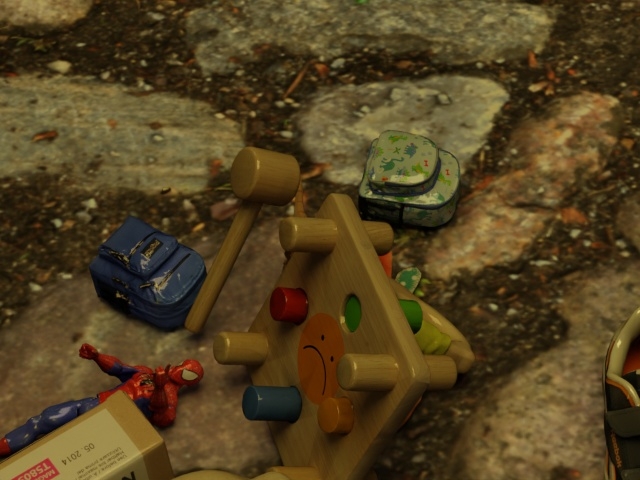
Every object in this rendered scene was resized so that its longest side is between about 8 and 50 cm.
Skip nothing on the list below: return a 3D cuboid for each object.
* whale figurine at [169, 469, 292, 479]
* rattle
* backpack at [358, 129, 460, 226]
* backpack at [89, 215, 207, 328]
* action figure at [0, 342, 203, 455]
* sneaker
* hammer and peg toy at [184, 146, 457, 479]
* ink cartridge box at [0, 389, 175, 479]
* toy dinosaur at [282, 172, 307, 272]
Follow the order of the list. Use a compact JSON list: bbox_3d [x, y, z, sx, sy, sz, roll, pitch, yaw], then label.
[{"bbox_3d":[-0.067,0.311,1.668,0.272,0.216,0.141,2,47,-31],"label":"whale figurine"},{"bbox_3d":[0.076,0.110,1.932,0.130,0.142,0.199,6,26,-34],"label":"rattle"},{"bbox_3d":[0.107,-0.071,2.043,0.114,0.084,0.105,11,54,8],"label":"backpack"},{"bbox_3d":[-0.190,0.038,1.960,0.120,0.101,0.098,30,65,20],"label":"backpack"},{"bbox_3d":[-0.253,0.172,1.835,0.280,0.139,0.091,-22,54,-18],"label":"action figure"},{"bbox_3d":[0.351,0.210,1.778,0.126,0.127,0.321,-5,52,-3],"label":"sneaker"},{"bbox_3d":[-0.010,0.089,1.824,0.127,0.266,0.361,4,44,-31],"label":"hammer and peg toy"},{"bbox_3d":[-0.253,0.286,1.696,0.235,0.193,0.088,-30,50,-19],"label":"ink cartridge box"},{"bbox_3d":[0.000,0.000,2.012,0.112,0.064,0.211,-32,36,-24],"label":"toy dinosaur"}]
